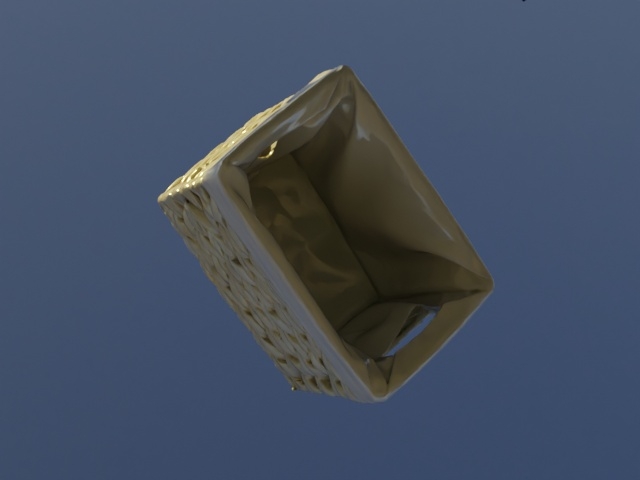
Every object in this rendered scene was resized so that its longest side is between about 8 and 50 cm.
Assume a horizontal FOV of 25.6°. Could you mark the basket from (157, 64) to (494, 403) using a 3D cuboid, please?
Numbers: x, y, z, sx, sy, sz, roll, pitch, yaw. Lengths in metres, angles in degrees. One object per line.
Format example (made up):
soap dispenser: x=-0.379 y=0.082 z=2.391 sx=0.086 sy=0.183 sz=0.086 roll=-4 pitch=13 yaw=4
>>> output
basket: x=0.000 y=0.000 z=0.825 sx=0.113 sy=0.103 sz=0.167 roll=-42 pitch=-74 yaw=-26
